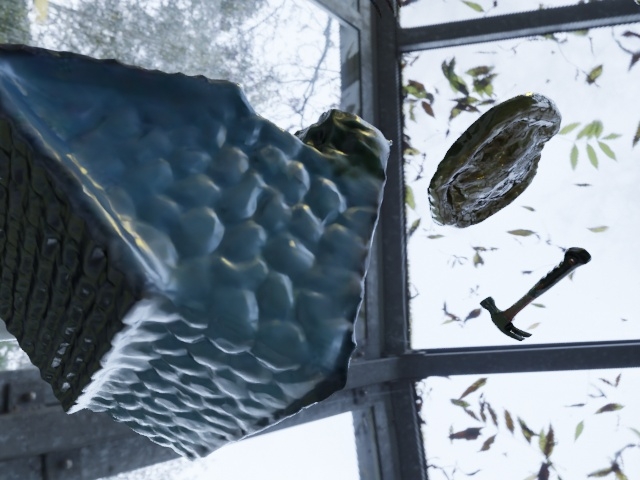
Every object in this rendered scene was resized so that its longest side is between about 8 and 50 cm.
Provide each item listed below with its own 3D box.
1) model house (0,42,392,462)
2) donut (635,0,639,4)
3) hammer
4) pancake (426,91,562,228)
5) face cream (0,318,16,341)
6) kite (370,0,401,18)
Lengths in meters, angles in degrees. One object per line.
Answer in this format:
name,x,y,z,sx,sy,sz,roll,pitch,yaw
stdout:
model house,-0.177,-0.005,0.509,0.360,0.338,0.298,-42,-153,49
donut,0.514,-0.412,0.827,0.083,0.038,0.067,-35,-152,33
hammer,0.391,0.094,0.982,0.111,0.033,0.288,57,-27,23
pancake,0.245,-0.100,0.762,0.042,0.222,0.236,58,-39,30
face cream,-0.585,0.107,0.764,0.101,0.345,0.102,-3,-94,49
kite,0.108,-0.644,1.308,0.127,0.229,0.016,-12,-140,42
